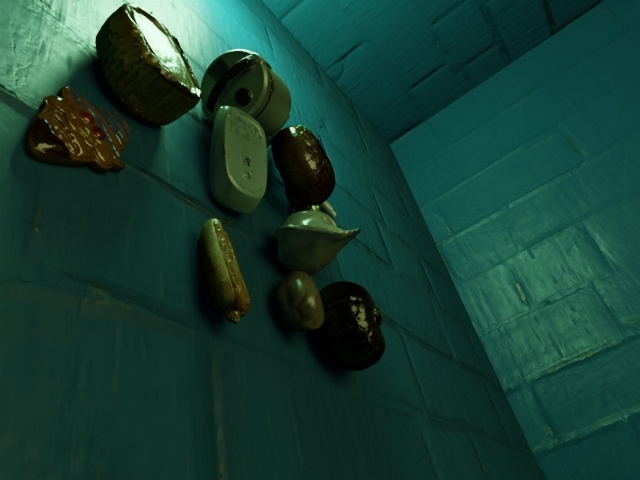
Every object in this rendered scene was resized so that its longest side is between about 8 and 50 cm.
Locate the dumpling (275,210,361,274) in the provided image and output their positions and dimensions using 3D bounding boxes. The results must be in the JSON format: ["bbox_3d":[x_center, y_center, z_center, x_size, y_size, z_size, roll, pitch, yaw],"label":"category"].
[{"bbox_3d":[-0.002,-0.005,1.364,0.243,0.227,0.175,-66,137,-70],"label":"dumpling"}]

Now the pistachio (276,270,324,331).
[{"bbox_3d":[-0.047,0.137,1.215,0.126,0.108,0.185,19,29,-25],"label":"pistachio"}]

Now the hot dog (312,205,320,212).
[{"bbox_3d":[-0.010,-0.098,1.769,0.037,0.021,0.083,34,32,-49],"label":"hot dog"}]

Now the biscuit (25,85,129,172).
[{"bbox_3d":[-0.433,-0.198,0.938,0.183,0.043,0.280,50,18,-10],"label":"biscuit"}]

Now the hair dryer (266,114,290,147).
[{"bbox_3d":[-0.152,-0.345,1.661,0.044,0.155,0.183,38,7,-5],"label":"hair dryer"}]

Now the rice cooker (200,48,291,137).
[{"bbox_3d":[-0.216,-0.413,1.472,0.226,0.226,0.244,62,15,11],"label":"rice cooker"}]

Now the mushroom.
[{"bbox_3d":[-0.046,-0.216,1.574,0.297,0.163,0.278,-87,163,-66],"label":"mushroom"}]

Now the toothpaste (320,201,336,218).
[{"bbox_3d":[-0.010,-0.155,1.844,0.190,0.031,0.048,49,25,-16],"label":"toothpaste"}]

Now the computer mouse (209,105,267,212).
[{"bbox_3d":[-0.215,-0.200,1.307,0.160,0.097,0.288,22,52,-42],"label":"computer mouse"}]

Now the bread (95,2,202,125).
[{"bbox_3d":[-0.390,-0.393,1.164,0.227,0.142,0.253,12,46,-61],"label":"bread"}]

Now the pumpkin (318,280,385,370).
[{"bbox_3d":[0.080,0.211,1.313,0.237,0.159,0.238,62,6,-11],"label":"pumpkin"}]

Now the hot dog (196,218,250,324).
[{"bbox_3d":[-0.200,0.060,1.022,0.102,0.076,0.249,77,-10,-52],"label":"hot dog"}]
